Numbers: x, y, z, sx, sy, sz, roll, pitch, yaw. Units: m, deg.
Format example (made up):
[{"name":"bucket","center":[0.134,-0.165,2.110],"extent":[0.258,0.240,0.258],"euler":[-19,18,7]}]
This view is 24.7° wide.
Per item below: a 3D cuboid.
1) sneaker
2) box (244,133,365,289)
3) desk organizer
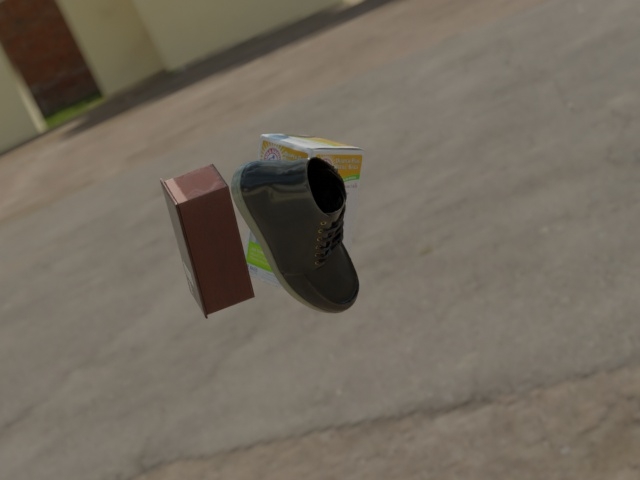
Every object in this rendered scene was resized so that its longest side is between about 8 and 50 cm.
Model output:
[{"name":"sneaker","center":[0.000,0.000,1.641],"extent":[0.118,0.222,0.083],"euler":[-5,43,44]},{"name":"box","center":[-0.024,-0.040,2.029],"extent":[0.103,0.203,0.114],"euler":[-2,16,-43]},{"name":"desk organizer","center":[-0.100,0.000,1.312],"extent":[0.050,0.130,0.047],"euler":[-21,37,-13]}]
